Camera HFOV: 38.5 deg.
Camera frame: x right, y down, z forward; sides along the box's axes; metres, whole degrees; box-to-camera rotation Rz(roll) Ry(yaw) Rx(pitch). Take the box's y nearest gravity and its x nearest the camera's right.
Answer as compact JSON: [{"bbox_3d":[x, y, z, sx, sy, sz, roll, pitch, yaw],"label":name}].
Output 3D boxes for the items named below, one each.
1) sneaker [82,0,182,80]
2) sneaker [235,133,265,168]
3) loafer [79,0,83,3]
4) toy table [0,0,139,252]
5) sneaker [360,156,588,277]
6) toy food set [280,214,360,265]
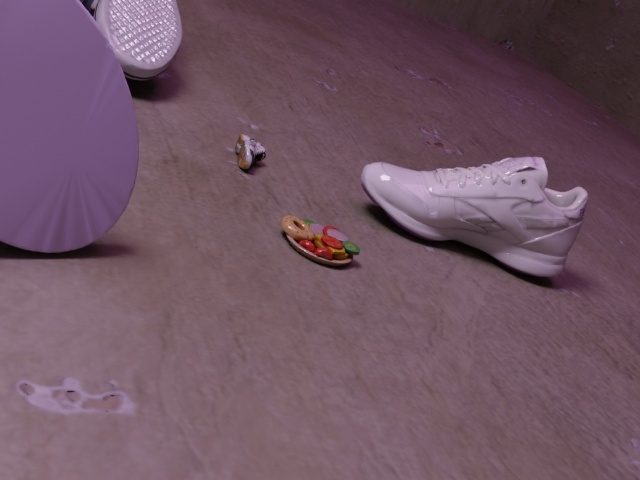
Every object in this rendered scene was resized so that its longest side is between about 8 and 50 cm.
[{"bbox_3d":[-0.274,-0.307,1.299,0.126,0.127,0.321,28,37,-27],"label":"sneaker"},{"bbox_3d":[-0.085,-0.111,1.153,0.037,0.032,0.083,18,23,-16],"label":"sneaker"},{"bbox_3d":[-0.404,-0.288,0.993,0.319,0.111,0.112,-13,31,-29],"label":"loafer"},{"bbox_3d":[-0.278,-0.125,0.737,0.252,0.274,0.161,-35,44,-28],"label":"toy table"},{"bbox_3d":[0.201,-0.062,1.185,0.305,0.152,0.114,18,25,-14],"label":"sneaker"},{"bbox_3d":[0.000,0.000,1.001,0.082,0.020,0.083,2,30,-44],"label":"toy food set"}]
